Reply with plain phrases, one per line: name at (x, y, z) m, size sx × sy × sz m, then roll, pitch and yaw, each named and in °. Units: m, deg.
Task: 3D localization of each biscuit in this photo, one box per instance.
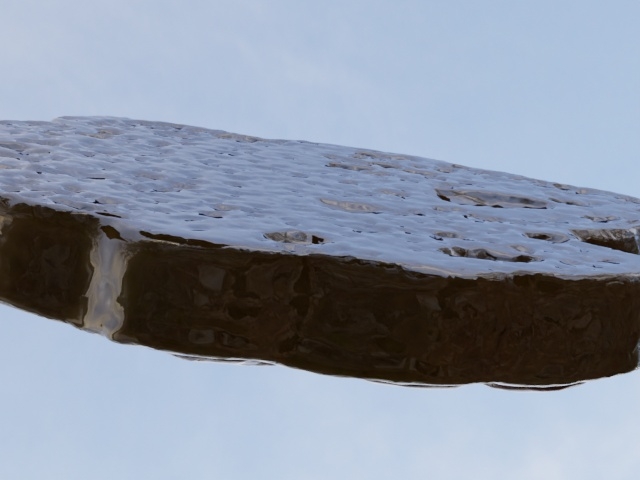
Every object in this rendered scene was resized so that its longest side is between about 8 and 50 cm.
biscuit at (0.000, 0.000, 0.850) m, size 0.381 × 0.359 × 0.074 m, roll 7°, pitch -77°, yaw -18°
